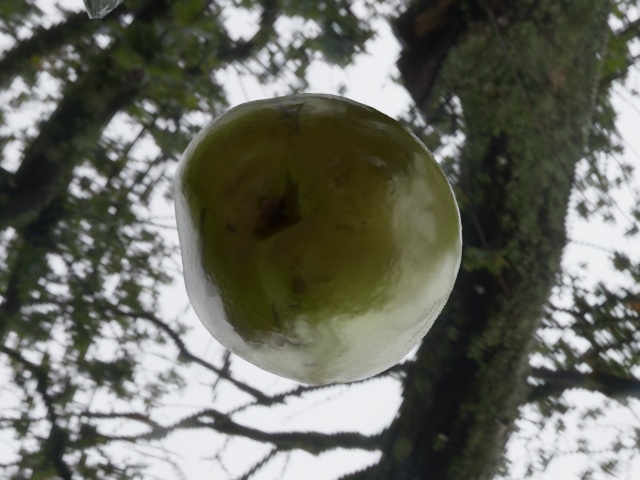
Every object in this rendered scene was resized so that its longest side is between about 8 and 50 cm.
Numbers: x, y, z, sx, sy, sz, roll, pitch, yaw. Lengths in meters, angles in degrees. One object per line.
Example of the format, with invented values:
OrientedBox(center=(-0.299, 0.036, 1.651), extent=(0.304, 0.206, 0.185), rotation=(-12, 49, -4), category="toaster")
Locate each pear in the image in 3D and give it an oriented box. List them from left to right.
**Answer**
OrientedBox(center=(0.000, 0.000, 0.959), extent=(0.200, 0.200, 0.200), rotation=(-7, -109, 22), category="pear")

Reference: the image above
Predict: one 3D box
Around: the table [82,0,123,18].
OrientedBox(center=(0.003, -0.116, 0.242), extent=(0.146, 0.175, 0.062), rotation=(13, -135, 32), category="table")
